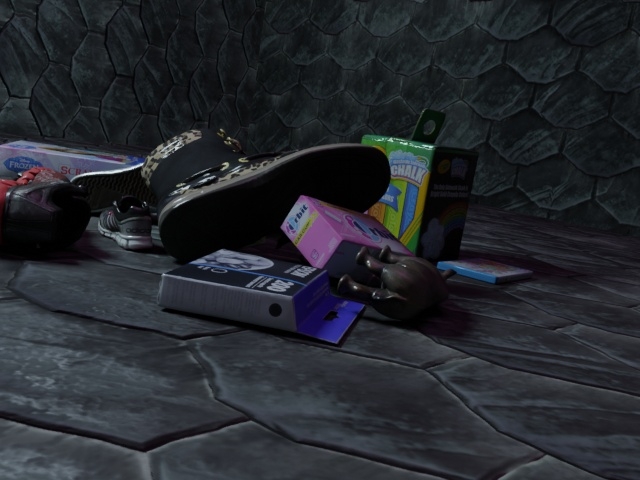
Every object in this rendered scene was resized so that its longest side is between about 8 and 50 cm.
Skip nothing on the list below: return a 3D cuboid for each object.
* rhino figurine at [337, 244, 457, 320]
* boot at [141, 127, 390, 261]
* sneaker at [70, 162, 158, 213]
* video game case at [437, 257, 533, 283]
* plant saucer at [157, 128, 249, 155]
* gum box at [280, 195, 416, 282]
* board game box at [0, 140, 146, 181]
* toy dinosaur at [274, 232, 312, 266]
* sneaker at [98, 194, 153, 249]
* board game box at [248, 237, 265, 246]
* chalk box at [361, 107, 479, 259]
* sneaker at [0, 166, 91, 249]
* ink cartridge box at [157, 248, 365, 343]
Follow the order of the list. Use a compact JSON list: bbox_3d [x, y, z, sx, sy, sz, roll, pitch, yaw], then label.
[{"bbox_3d":[0.120,0.056,0.957,0.106,0.073,0.243,26,13,22],"label":"rhino figurine"},{"bbox_3d":[-0.106,-0.106,1.171,0.377,0.138,0.284,-21,31,-16],"label":"boot"},{"bbox_3d":[-0.318,-0.102,1.352,0.290,0.106,0.123,0,2,1],"label":"sneaker"},{"bbox_3d":[0.312,0.055,1.337,0.119,0.015,0.166,16,12,37],"label":"video game case"},{"bbox_3d":[-0.185,-0.116,1.433,0.259,0.048,0.258,34,-19,-30],"label":"plant saucer"},{"bbox_3d":[0.047,0.004,1.047,0.188,0.062,0.107,13,28,-47],"label":"gum box"},{"bbox_3d":[-0.554,-0.172,1.639,0.318,0.066,0.318,7,8,-17],"label":"board game box"},{"bbox_3d":[0.000,0.000,1.181,0.118,0.064,0.268,26,20,5],"label":"toy dinosaur"},{"bbox_3d":[-0.304,-0.037,1.120,0.063,0.075,0.170,3,10,-32],"label":"sneaker"},{"bbox_3d":[-0.188,-0.018,1.271,0.154,0.026,0.103,12,9,18],"label":"board game box"},{"bbox_3d":[0.188,-0.119,1.430,0.179,0.289,0.180,16,11,38],"label":"chalk box"},{"bbox_3d":[-0.391,-0.046,1.029,0.135,0.098,0.276,8,11,-5],"label":"sneaker"},{"bbox_3d":[-0.057,0.060,0.855,0.208,0.045,0.206,12,9,10],"label":"ink cartridge box"}]
